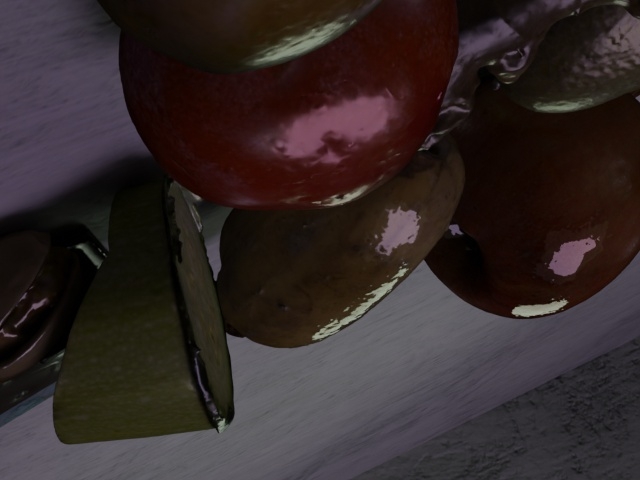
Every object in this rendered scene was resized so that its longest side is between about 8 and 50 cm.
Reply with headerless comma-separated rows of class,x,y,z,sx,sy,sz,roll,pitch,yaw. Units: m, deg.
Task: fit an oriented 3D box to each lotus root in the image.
lotus root,0.000,0.000,1.745,0.151,0.169,0.342,23,138,-20

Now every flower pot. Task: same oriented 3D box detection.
flower pot,-0.276,0.097,1.678,0.251,0.084,0.179,-30,166,-3

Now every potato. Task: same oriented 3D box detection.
potato,0.229,-0.194,1.549,0.251,0.174,0.159,-35,-167,21

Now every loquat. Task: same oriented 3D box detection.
loquat,-0.033,-0.184,1.029,0.227,0.179,0.179,-45,161,32

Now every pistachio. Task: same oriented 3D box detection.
pistachio,-0.252,0.054,1.547,0.149,0.113,0.113,-38,166,2

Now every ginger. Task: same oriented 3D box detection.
ginger,0.085,-0.160,1.421,0.333,0.166,0.080,-25,-154,4

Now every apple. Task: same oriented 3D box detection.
apple,0.208,-0.049,1.885,0.253,0.253,0.253,-29,166,-8

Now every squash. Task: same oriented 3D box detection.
squash,-0.144,0.054,1.606,0.133,0.220,0.220,-4,168,8

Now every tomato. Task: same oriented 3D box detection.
tomato,-0.020,-0.112,1.266,0.232,0.188,0.232,-28,163,-9

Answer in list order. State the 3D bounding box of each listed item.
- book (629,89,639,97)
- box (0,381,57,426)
book,0.470,-0.290,1.985,0.428,0.039,0.300,-32,166,5
box,-0.251,0.108,1.860,0.285,0.044,0.142,-31,162,-3
